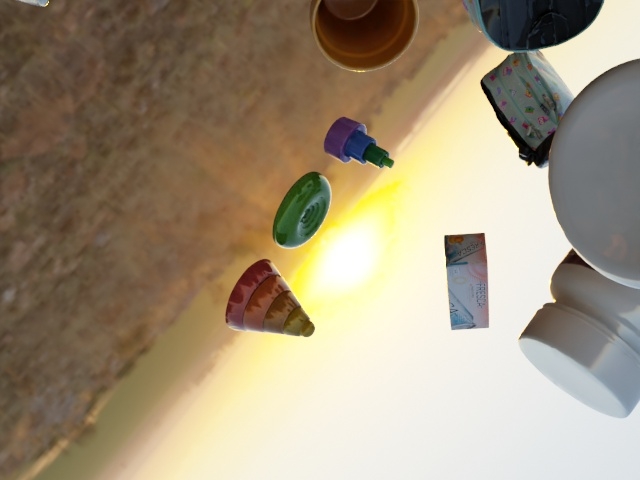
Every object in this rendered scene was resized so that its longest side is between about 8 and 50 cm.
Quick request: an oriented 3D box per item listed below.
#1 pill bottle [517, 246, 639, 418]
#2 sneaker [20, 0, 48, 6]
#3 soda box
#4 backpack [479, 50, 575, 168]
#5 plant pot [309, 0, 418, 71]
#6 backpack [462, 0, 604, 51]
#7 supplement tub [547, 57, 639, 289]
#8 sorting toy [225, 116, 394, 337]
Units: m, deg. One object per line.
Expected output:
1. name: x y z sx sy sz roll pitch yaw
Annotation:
1. pill bottle: 0.475 0.048 1.649 0.392 0.224 0.224 -50 179 -12
2. sneaker: -0.572 -0.444 1.993 0.071 0.190 0.083 -31 -139 59
3. soda box: 0.217 0.063 1.686 0.183 0.062 0.058 76 12 -54
4. backpack: 0.334 -0.207 1.773 0.115 0.182 0.152 -36 167 19
5. plant pot: 0.072 -0.460 2.219 0.205 0.205 0.188 -51 -154 20
6. backpack: 0.225 -0.308 1.258 0.165 0.188 0.144 -18 -163 -4
7. supplement tub: 0.431 -0.078 1.256 0.331 0.241 0.241 -6 144 -47
8. sorting toy: 0.000 0.000 1.700 0.366 0.126 0.127 -61 157 2
